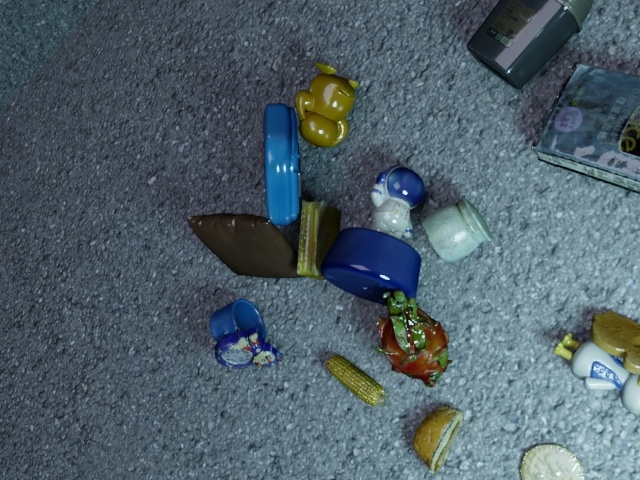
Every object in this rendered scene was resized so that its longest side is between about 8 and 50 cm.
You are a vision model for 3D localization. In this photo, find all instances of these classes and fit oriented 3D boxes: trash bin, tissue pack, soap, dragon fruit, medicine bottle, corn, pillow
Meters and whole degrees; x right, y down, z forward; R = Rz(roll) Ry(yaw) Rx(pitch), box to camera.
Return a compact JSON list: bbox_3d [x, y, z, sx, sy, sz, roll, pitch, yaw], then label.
[{"bbox_3d":[0.556,-0.574,1.552,0.290,0.182,0.209,-50,60,17],"label":"trash bin"},{"bbox_3d":[0.740,-0.262,1.404,0.361,0.122,0.259,29,90,34],"label":"tissue pack"},{"bbox_3d":[-0.001,0.000,1.761,0.076,0.135,0.233,-4,76,29],"label":"soap"},{"bbox_3d":[0.239,0.255,1.496,0.198,0.269,0.200,-34,53,-15],"label":"dragon fruit"},{"bbox_3d":[0.364,-0.030,1.550,0.143,0.147,0.147,-32,64,17],"label":"medicine bottle"},{"bbox_3d":[0.100,0.396,1.650,0.207,0.068,0.068,33,96,31],"label":"corn"},{"bbox_3d":[-0.215,0.017,1.794,0.306,0.308,0.108,1,57,30],"label":"pillow"}]

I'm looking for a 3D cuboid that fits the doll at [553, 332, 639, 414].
[{"bbox_3d":[0.675,0.311,1.309,0.138,0.119,0.293,-33,52,-29],"label":"doll"}]

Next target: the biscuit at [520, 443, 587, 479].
[{"bbox_3d":[0.550,0.558,1.378,0.152,0.020,0.152,-8,74,29],"label":"biscuit"}]

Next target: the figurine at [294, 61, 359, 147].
[{"bbox_3d":[0.017,-0.417,1.824,0.228,0.215,0.215,-52,58,25],"label":"figurine"}]

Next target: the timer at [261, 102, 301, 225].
[{"bbox_3d":[-0.119,-0.233,1.772,0.115,0.309,0.340,-1,43,-4],"label":"timer"}]

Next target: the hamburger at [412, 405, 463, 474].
[{"bbox_3d":[0.288,0.502,1.504,0.102,0.087,0.176,24,93,30],"label":"hamburger"}]

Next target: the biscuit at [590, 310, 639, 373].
[{"bbox_3d":[0.707,0.238,1.302,0.225,0.166,0.036,31,136,38],"label":"biscuit"}]

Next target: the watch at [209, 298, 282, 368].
[{"bbox_3d":[-0.243,0.289,1.819,0.171,0.196,0.200,-23,46,14],"label":"watch"}]

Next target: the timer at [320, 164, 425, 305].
[{"bbox_3d":[0.183,-0.037,1.621,0.270,0.270,0.383,10,70,31],"label":"timer"}]
